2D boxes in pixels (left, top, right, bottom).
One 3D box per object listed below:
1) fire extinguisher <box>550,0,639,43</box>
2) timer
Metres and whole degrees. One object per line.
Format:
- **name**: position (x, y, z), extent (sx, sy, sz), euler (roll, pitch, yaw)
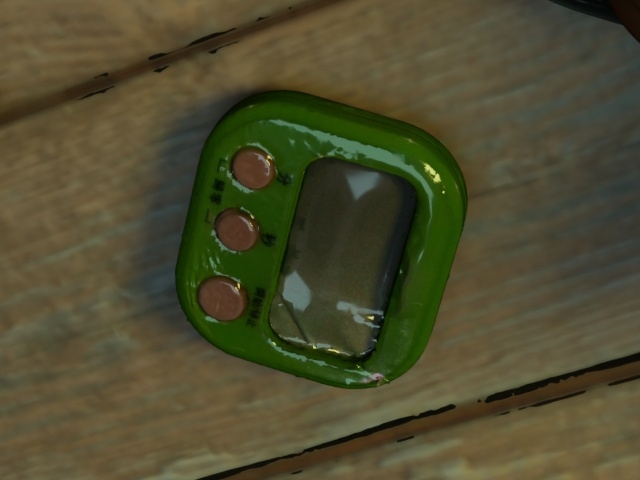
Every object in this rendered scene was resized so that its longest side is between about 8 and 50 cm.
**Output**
- **fire extinguisher**: position (0.152, -0.180, 0.714), extent (0.200, 0.113, 0.376), euler (44, 155, 26)
- **timer**: position (0.000, 0.000, 0.897), extent (0.128, 0.047, 0.140), euler (17, 118, 4)
